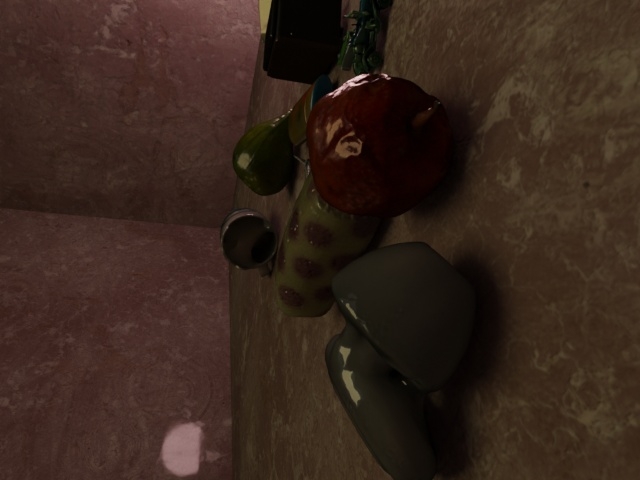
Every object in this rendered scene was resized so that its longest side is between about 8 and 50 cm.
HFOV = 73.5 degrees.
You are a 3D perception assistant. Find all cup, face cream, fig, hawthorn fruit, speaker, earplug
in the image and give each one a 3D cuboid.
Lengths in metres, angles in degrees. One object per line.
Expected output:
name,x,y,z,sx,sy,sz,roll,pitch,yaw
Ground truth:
cup,-0.286,0.012,1.755,0.290,0.219,0.257,67,172,-19
face cream,-0.032,-0.368,1.247,0.285,0.067,0.139,-176,89,-72
fig,-0.165,-0.311,1.531,0.314,0.233,0.233,-43,11,-14
hawthorn fruit,0.096,-0.136,0.586,0.243,0.207,0.207,170,105,-68
speaker,-0.052,-0.550,1.175,0.231,0.192,0.153,170,103,-76
earplug,0.097,0.158,0.552,0.214,0.175,0.326,-129,37,-60

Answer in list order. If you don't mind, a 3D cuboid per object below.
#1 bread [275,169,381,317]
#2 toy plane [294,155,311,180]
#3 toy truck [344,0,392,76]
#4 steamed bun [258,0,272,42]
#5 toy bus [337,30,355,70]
bread,0.000,0.000,0.892,0.338,0.155,0.187,113,160,-45
toy plane,-0.028,-0.176,1.198,0.226,0.058,0.226,-109,33,-46
toy truck,0.087,-0.419,0.869,0.080,0.078,0.154,-145,61,-72
steamed bun,-0.121,-0.794,1.487,0.170,0.200,0.226,-33,-42,-59
toy bus,0.066,-0.452,1.022,0.083,0.031,0.037,112,151,-45
